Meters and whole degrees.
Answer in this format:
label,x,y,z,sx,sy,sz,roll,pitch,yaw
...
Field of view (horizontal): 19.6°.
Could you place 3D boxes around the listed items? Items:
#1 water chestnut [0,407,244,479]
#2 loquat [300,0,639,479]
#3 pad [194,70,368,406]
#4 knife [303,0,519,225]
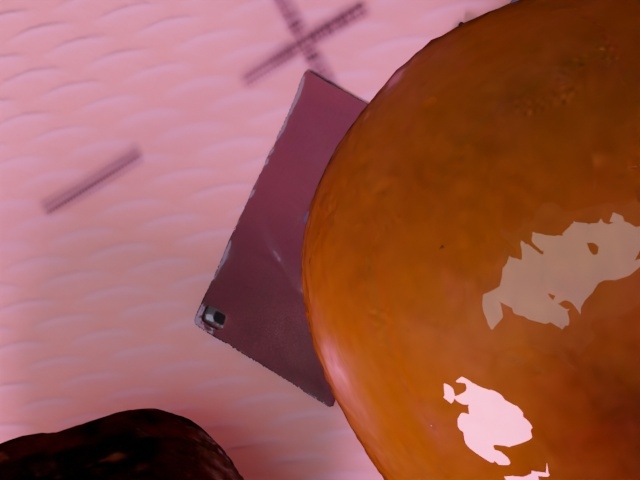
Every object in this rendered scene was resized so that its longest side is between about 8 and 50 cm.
label,x,y,z,sx,sy,sz,roll,pitch,yaw
water chestnut,-0.148,0.247,1.160,0.289,0.244,0.289,1,92,21
loquat,0.147,0.010,0.958,0.328,0.328,0.359,-53,32,22
pad,0.000,0.000,1.176,0.113,0.006,0.188,31,108,19
knife,0.091,-0.110,1.107,0.313,0.019,0.044,-47,71,23
